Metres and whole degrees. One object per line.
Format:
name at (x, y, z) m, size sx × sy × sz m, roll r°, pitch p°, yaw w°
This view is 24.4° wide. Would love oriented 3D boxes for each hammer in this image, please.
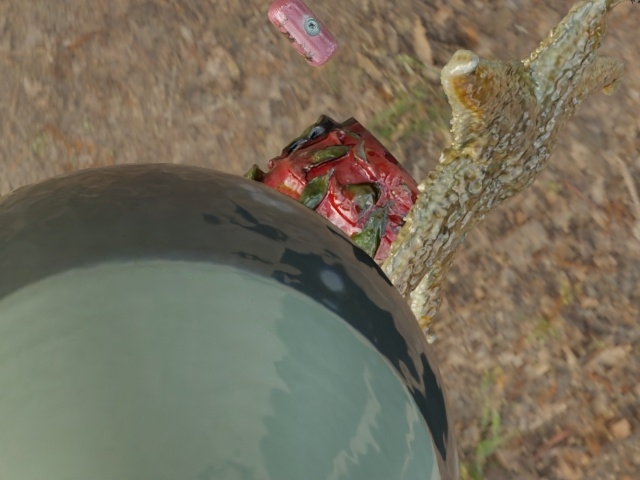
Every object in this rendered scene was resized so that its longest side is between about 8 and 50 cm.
hammer at (-0.017, -0.215, 1.512) m, size 0.043 × 0.043 × 0.083 m, roll -40°, pitch 109°, yaw 7°

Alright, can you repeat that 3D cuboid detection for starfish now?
starfish at (0.087, -0.036, 0.756) m, size 0.048 × 0.295 × 0.231 m, roll 34°, pitch 110°, yaw 14°

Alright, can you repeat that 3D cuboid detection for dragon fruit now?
dragon fruit at (0.000, 0.000, 1.168) m, size 0.172 × 0.166 × 0.160 m, roll -43°, pitch 94°, yaw 2°

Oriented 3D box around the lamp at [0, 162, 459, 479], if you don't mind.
lamp at (-0.050, 0.100, 0.375) m, size 0.181 × 0.314 × 0.182 m, roll 0°, pitch 119°, yaw -1°
